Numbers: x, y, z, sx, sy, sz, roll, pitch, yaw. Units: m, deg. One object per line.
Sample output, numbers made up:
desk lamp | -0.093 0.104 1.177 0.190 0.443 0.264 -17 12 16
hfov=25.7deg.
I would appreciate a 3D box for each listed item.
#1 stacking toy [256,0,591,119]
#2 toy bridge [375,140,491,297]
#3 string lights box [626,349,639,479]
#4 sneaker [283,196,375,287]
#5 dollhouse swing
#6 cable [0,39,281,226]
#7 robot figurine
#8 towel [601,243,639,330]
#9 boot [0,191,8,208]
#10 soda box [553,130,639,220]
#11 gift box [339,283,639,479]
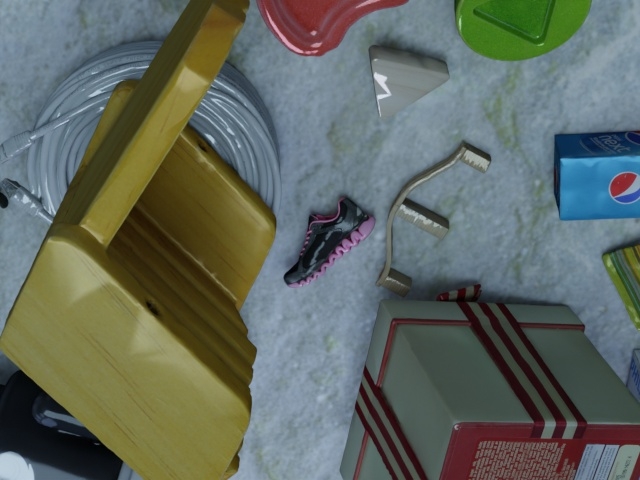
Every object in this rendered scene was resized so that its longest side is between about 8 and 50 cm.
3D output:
stacking toy | 0.098 -0.281 1.329 0.309 0.130 0.279 -23 139 17
toy bridge | 0.105 -0.024 1.469 0.063 0.026 0.188 28 114 -7
string lights box | 0.365 0.265 1.534 0.076 0.133 0.260 6 117 1
sneaker | 0.000 0.000 1.481 0.119 0.047 0.057 -41 101 12
dollhouse swing | -0.078 -0.027 1.204 0.305 0.347 0.315 -39 109 18
cable | -0.166 -0.075 1.428 0.257 0.089 0.257 -36 109 18
robot figurine | -0.278 0.240 1.544 0.278 0.209 0.174 17 94 -4
towel | 0.411 0.029 1.430 0.237 0.021 0.102 -17 117 36
boot | -0.443 -0.044 1.470 0.198 0.077 0.137 -25 117 16
soda box | 0.343 -0.068 1.410 0.210 0.067 0.071 -3 116 4
gift box | 0.184 0.214 1.461 0.276 0.258 0.255 7 116 -22
